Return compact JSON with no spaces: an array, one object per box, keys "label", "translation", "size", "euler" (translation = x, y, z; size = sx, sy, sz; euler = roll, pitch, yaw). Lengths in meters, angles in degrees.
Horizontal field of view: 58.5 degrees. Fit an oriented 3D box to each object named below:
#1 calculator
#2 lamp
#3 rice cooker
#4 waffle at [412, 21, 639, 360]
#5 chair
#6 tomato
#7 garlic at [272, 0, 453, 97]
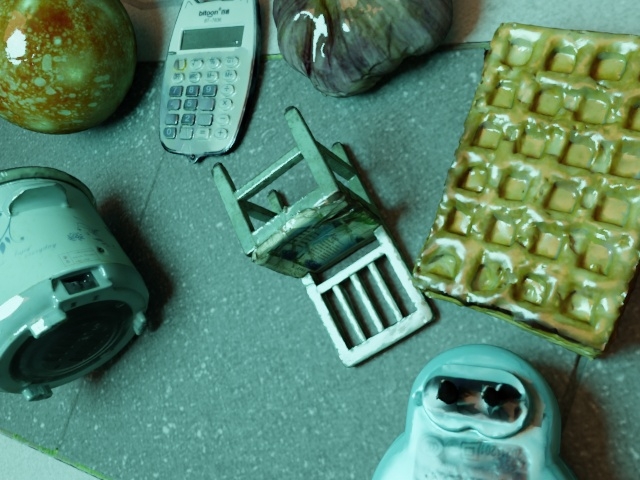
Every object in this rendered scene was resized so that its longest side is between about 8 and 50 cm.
[{"label":"calculator","translation":[-0.172,-0.248,0.872],"size":[0.177,0.040,0.268],"euler":[9,85,30]},{"label":"lamp","translation":[0.147,0.243,0.540],"size":[0.209,0.147,0.284],"euler":[0,88,26]},{"label":"rice cooker","translation":[-0.408,0.047,0.813],"size":[0.316,0.264,0.317],"euler":[21,121,41]},{"label":"waffle","translation":[0.236,-0.056,0.588],"size":[0.212,0.091,0.308],"euler":[19,88,30]},{"label":"chair","translation":[0.000,0.000,0.672],"size":[0.136,0.147,0.270],"euler":[-33,65,18]},{"label":"tomato","translation":[-0.408,-0.295,0.906],"size":[0.270,0.222,0.270],"euler":[-29,44,32]},{"label":"garlic","translation":[0.040,-0.301,0.701],"size":[0.245,0.160,0.245],"euler":[-5,78,26]}]
